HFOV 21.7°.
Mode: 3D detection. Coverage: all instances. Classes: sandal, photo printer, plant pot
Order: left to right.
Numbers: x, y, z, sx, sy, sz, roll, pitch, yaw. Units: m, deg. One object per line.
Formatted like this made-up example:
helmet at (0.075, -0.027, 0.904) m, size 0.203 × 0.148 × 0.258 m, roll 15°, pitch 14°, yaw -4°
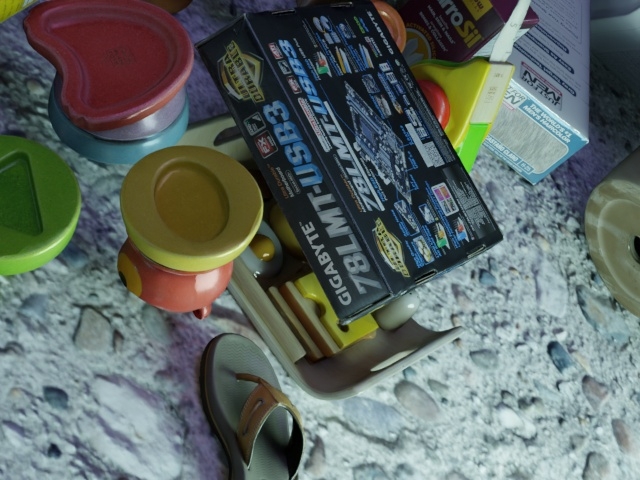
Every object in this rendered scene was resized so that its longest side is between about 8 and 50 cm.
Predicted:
sandal at (-0.050, 0.173, 1.451) m, size 0.090 × 0.060 × 0.219 m, roll 22°, pitch 43°, yaw -34°
photo printer at (0.494, -0.262, 2.292) m, size 0.256 × 0.107 × 0.307 m, roll 41°, pitch -4°, yaw -11°
plant pot at (0.487, -0.037, 2.038) m, size 0.280 × 0.323 × 0.323 m, roll -22°, pitch 72°, yaw -25°

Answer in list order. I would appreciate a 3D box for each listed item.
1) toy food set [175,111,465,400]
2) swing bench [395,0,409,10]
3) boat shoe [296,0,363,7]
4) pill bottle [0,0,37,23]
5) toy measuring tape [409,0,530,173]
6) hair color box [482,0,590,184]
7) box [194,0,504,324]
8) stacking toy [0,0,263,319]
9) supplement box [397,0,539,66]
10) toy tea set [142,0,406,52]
toy food set at (0.000, 0.000, 1.643) m, size 0.306 × 0.092 × 0.220 m, roll 54°, pitch 34°, yaw 8°
swing bench at (0.103, -0.423, 1.998) m, size 0.253 × 0.165 × 0.255 m, roll 68°, pitch 12°, yaw 11°
boat shoe at (0.008, -0.297, 1.968) m, size 0.059 × 0.063 × 0.170 m, roll 51°, pitch 25°, yaw 7°
pill bottle at (-0.290, -0.251, 1.455) m, size 0.117 × 0.117 × 0.208 m, roll 49°, pitch 52°, yaw 0°
toy measuring tape at (0.152, -0.201, 1.843) m, size 0.121 × 0.330 × 0.121 m, roll 19°, pitch 16°, yaw -6°
hair color box at (0.253, -0.250, 2.151) m, size 0.174 × 0.105 × 0.347 m, roll 35°, pitch 36°, yaw -20°
box at (0.036, -0.088, 1.621) m, size 0.295 × 0.073 × 0.293 m, roll 61°, pitch 29°, yaw 3°
stacking toy at (-0.220, -0.059, 1.475) m, size 0.280 × 0.130 × 0.309 m, roll -9°, pitch 56°, yaw -17°
supplement box at (0.146, -0.239, 1.948) m, size 0.081 × 0.188 × 0.104 m, roll -15°, pitch 69°, yaw -52°
toy tea set at (-0.058, -0.236, 1.822) m, size 0.336 × 0.124 × 0.200 m, roll 40°, pitch 65°, yaw -18°
